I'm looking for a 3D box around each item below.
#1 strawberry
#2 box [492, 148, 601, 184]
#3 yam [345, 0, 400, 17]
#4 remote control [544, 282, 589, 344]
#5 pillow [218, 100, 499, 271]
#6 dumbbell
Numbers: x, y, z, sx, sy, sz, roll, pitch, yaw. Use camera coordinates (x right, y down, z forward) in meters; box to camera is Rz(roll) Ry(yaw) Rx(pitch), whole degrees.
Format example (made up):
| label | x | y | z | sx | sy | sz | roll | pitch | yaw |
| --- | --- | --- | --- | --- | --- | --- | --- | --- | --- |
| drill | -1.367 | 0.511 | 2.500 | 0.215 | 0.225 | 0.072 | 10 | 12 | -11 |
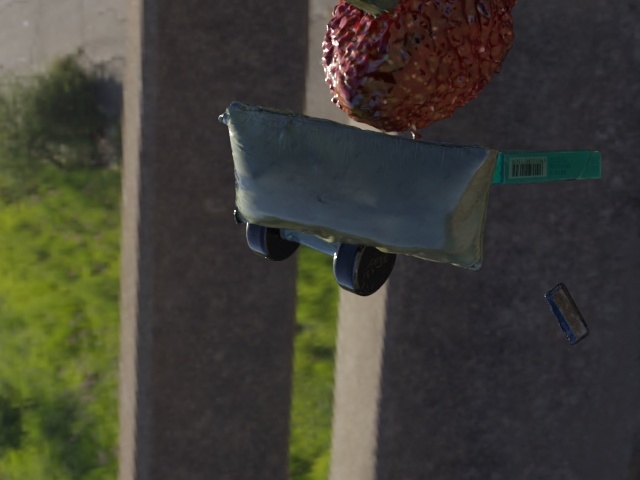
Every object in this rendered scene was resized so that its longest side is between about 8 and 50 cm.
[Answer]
| label | x | y | z | sx | sy | sz | roll | pitch | yaw |
| --- | --- | --- | --- | --- | --- | --- | --- | --- | --- |
| strawberry | 0.137 | -0.272 | 1.701 | 0.292 | 0.292 | 0.344 | -38 | 20 | 56 |
| box | 0.209 | -0.086 | 1.358 | 0.160 | 0.226 | 0.042 | 2 | 95 | 40 |
| yam | -0.021 | -0.421 | 1.385 | 0.241 | 0.348 | 0.241 | -54 | 22 | 35 |
| remote control | 0.372 | 0.111 | 1.727 | 0.096 | 0.039 | 0.014 | 59 | 167 | -13 |
| pillow | 0.037 | -0.058 | 1.258 | 0.185 | 0.302 | 0.075 | 90 | -165 | -47 |
| dumbbell | 0.000 | 0.000 | 1.532 | 0.191 | 0.100 | 0.100 | 21 | 115 | 33 |
